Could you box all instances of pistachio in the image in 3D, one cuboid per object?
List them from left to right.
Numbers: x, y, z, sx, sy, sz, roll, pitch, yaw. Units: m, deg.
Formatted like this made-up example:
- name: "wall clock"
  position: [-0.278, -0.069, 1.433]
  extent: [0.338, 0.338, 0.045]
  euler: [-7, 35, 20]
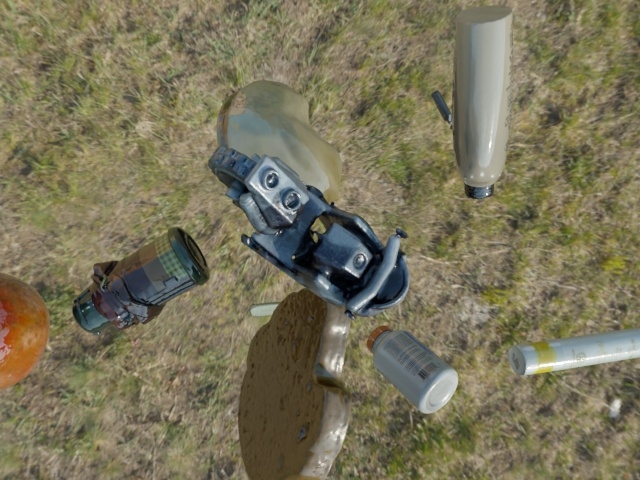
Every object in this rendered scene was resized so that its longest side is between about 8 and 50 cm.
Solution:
- name: "pistachio"
  position: [-0.106, -0.221, 1.517]
  extent: [0.365, 0.281, 0.446]
  euler: [0, 70, -43]

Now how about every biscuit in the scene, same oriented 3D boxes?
- name: "biscuit"
  position: [-0.045, 0.241, 0.956]
  extent: [0.074, 0.359, 0.381]
  euler: [17, 117, -28]

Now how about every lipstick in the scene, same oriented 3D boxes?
- name: "lipstick"
  position: [0.489, 0.209, 1.063]
  extent: [0.263, 0.059, 0.059]
  euler: [-5, 96, -13]

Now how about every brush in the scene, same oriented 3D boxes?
- name: "brush"
  position: [-0.043, 0.190, 1.645]
  extent: [0.336, 0.020, 0.086]
  euler: [-5, 131, -15]

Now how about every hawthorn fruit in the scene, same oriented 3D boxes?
- name: "hawthorn fruit"
  position: [-0.634, 0.169, 1.013]
  extent: [0.231, 0.263, 0.235]
  euler: [19, 95, 23]

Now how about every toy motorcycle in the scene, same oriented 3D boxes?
- name: "toy motorcycle"
  position: [0.000, 0.000, 0.591]
  extent: [0.106, 0.159, 0.270]
  euler: [-56, 133, -12]

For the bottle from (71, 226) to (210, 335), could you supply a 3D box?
- name: "bottle"
  position: [-0.366, 0.087, 1.119]
  extent: [0.271, 0.143, 0.156]
  euler: [-30, 107, 0]

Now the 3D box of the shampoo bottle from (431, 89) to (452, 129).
- name: "shampoo bottle"
  position: [0.409, -0.431, 1.862]
  extent: [0.027, 0.048, 0.137]
  euler: [-35, 106, -8]

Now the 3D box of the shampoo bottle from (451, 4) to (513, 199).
- name: "shampoo bottle"
  position: [0.215, -0.171, 0.752]
  extent: [0.078, 0.127, 0.257]
  euler: [-2, 124, 13]

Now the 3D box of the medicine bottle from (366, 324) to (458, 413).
- name: "medicine bottle"
  position: [0.265, 0.375, 1.710]
  extent: [0.156, 0.288, 0.157]
  euler: [-20, 127, -28]
